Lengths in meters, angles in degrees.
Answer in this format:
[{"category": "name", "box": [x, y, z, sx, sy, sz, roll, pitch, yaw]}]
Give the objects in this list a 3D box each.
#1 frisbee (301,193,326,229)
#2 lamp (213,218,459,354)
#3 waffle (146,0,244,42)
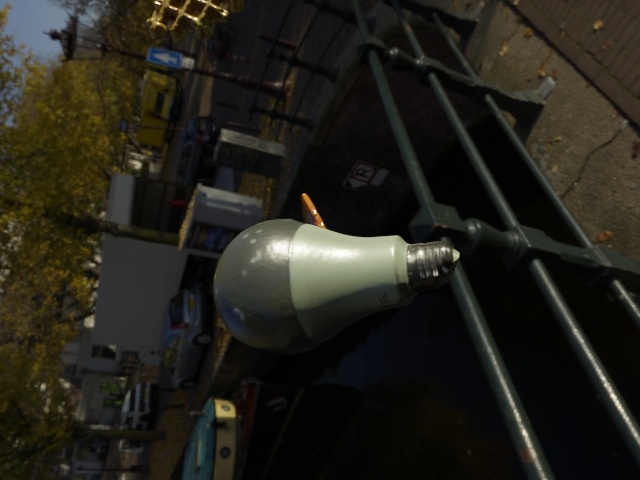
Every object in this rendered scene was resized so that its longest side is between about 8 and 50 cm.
[{"category": "frisbee", "box": [0.000, 0.000, 0.999, 0.192, 0.035, 0.192, 154, 90, -89]}, {"category": "lamp", "box": [0.015, 0.063, 0.683, 0.182, 0.313, 0.182, 1, -90, -83]}, {"category": "waffle", "box": [-0.188, -0.394, 0.773, 0.046, 0.160, 0.192, 71, -170, -82]}]
